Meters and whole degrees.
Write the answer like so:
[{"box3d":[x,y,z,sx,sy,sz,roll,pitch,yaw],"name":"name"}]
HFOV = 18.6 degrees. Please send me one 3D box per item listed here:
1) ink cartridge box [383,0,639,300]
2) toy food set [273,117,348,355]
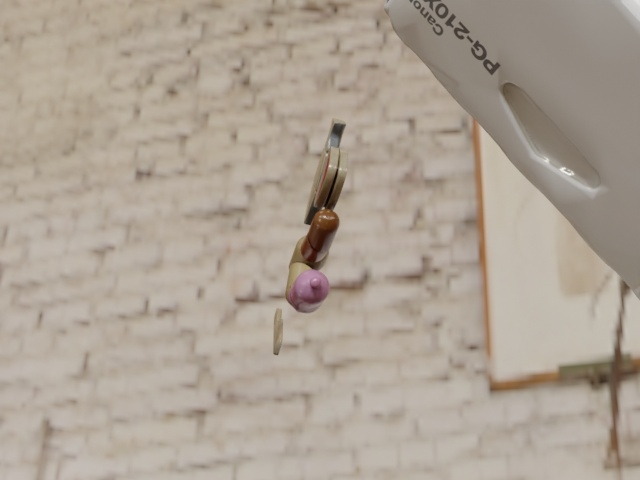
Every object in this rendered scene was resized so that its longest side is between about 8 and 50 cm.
[{"box3d":[0.169,-0.107,0.760,0.172,0.237,0.100,48,-34,6],"name":"ink cartridge box"},{"box3d":[0.000,0.000,1.062,0.019,0.078,0.122,15,-71,-6],"name":"toy food set"}]
